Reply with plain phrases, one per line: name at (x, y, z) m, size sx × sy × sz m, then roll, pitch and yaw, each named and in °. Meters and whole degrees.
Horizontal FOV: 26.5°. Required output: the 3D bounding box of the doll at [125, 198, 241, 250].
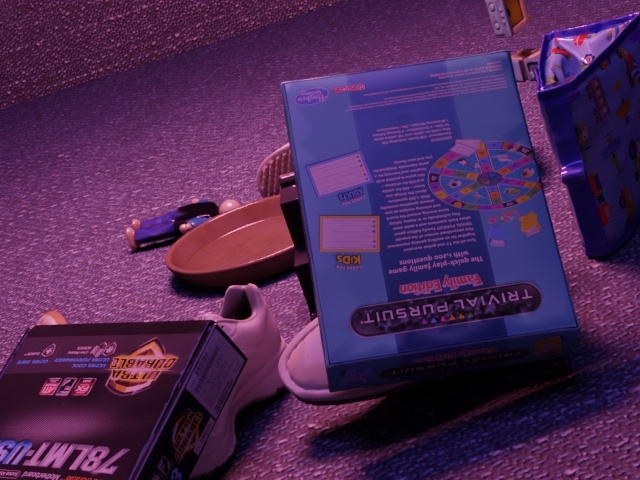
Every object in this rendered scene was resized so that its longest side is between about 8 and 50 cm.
doll at (-0.217, -0.035, 2.207) m, size 0.189 × 0.046 × 0.129 m, roll -13°, pitch 21°, yaw 15°

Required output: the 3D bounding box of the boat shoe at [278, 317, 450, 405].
boat shoe at (0.111, 0.101, 1.466) m, size 0.324 × 0.096 × 0.116 m, roll -26°, pitch 61°, yaw -10°

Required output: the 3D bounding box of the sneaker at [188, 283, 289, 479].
sneaker at (-0.133, 0.157, 1.480) m, size 0.111 × 0.129 × 0.297 m, roll -5°, pitch 27°, yaw 27°

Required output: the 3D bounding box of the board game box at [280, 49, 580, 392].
board game box at (0.107, -0.026, 1.427) m, size 0.254 × 0.079 × 0.336 m, roll -8°, pitch 64°, yaw -2°

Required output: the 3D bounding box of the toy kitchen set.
toy kitchen set at (0.383, -0.357, 2.354) m, size 0.122 × 0.166 × 0.207 m, roll -33°, pitch 24°, yaw -36°

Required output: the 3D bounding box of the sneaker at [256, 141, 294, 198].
sneaker at (0.065, -0.165, 2.105) m, size 0.366 × 0.135 × 0.150 m, roll -18°, pitch 16°, yaw 36°

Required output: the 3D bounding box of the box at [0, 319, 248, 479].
box at (-0.253, 0.216, 1.370) m, size 0.295 × 0.073 × 0.293 m, roll -3°, pitch 46°, yaw 39°

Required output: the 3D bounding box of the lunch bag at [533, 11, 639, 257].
lunch bag at (0.344, -0.128, 1.685) m, size 0.138 × 0.221 × 0.293 m, roll -10°, pitch 21°, yaw 24°

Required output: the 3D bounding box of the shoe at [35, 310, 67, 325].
shoe at (-0.350, 0.149, 1.781) m, size 0.058 × 0.076 × 0.219 m, roll -20°, pitch 21°, yaw -18°

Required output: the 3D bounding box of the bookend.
bookend at (0.000, 0.000, 1.748) m, size 0.072 × 0.157 × 0.156 m, roll -17°, pitch 19°, yaw 6°

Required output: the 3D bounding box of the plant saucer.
plant saucer at (-0.095, 0.000, 2.013) m, size 0.278 × 0.041 × 0.278 m, roll -16°, pitch 20°, yaw 6°
